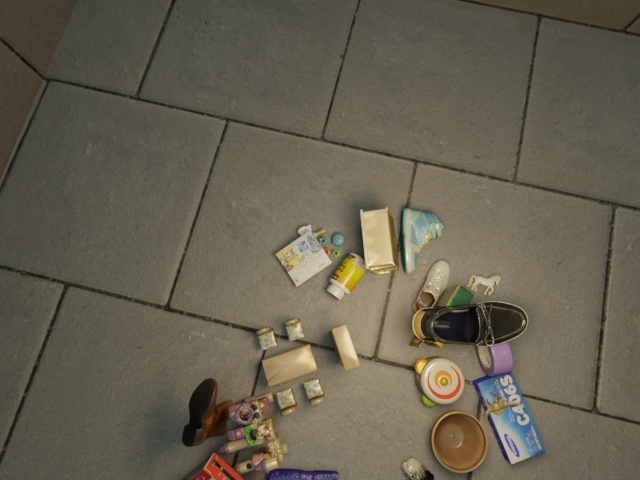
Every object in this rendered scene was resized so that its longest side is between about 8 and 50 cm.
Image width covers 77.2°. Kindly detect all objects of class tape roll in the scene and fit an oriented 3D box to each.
[{"bbox_3d":[0.754,0.492,1.755,0.080,0.189,0.189,-9,78,-3],"label":"tape roll"}]

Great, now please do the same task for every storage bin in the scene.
[{"bbox_3d":[0.277,0.007,1.830,0.123,0.260,0.263,-9,77,16],"label":"storage bin"}]

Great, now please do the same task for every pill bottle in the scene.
[{"bbox_3d":[0.121,0.169,1.860,0.117,0.117,0.215,36,79,7],"label":"pill bottle"}]

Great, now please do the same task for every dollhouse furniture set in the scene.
[{"bbox_3d":[-0.052,0.507,1.715,0.394,0.256,0.362,-18,78,-4],"label":"dollhouse furniture set"}]

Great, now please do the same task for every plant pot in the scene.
[{"bbox_3d":[0.580,0.847,1.718,0.237,0.110,0.238,0,78,1],"label":"plant pot"}]

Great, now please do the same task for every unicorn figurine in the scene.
[{"bbox_3d":[0.779,0.203,1.884,0.161,0.060,0.111,19,79,4],"label":"unicorn figurine"}]

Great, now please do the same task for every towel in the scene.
[{"bbox_3d":[-0.075,1.087,1.687,0.308,0.076,0.228,2,71,1],"label":"towel"}]

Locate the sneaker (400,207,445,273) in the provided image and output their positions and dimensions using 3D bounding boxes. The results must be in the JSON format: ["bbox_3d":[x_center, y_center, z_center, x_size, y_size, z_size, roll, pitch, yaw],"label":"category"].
[{"bbox_3d":[0.487,0.001,1.895,0.208,0.127,0.319,2,78,2],"label":"sneaker"}]

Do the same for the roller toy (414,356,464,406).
[{"bbox_3d":[0.519,0.606,1.751,0.191,0.146,0.209,-14,77,-4],"label":"roller toy"}]

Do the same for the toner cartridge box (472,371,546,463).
[{"bbox_3d":[0.820,0.761,1.755,0.165,0.075,0.348,-20,79,-2],"label":"toner cartridge box"}]

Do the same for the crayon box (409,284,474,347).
[{"bbox_3d":[0.532,0.357,1.777,0.083,0.203,0.323,36,80,7],"label":"crayon box"}]

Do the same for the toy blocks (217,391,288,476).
[{"bbox_3d":[-0.309,0.800,1.624,0.260,0.309,0.289,-18,78,0],"label":"toy blocks"}]

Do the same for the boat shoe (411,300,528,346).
[{"bbox_3d":[0.621,0.338,1.609,0.499,0.156,0.187,1,83,-11],"label":"boat shoe"}]

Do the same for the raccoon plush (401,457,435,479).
[{"bbox_3d":[0.477,1.117,1.561,0.446,0.299,0.216,44,81,9],"label":"raccoon plush"}]

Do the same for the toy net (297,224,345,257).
[{"bbox_3d":[0.000,0.000,1.938,0.232,0.045,0.122,16,91,6],"label":"toy net"}]

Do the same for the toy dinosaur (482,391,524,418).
[{"bbox_3d":[0.763,0.698,1.713,0.183,0.053,0.093,-22,94,4],"label":"toy dinosaur"}]

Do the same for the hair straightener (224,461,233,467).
[{"bbox_3d":[-0.475,1.011,1.707,0.230,0.047,0.089,-25,78,0],"label":"hair straightener"}]

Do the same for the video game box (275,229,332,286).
[{"bbox_3d":[-0.078,0.085,1.895,0.205,0.048,0.187,-34,84,4],"label":"video game box"}]

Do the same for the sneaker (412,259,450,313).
[{"bbox_3d":[0.529,0.215,1.851,0.105,0.123,0.290,28,78,8],"label":"sneaker"}]

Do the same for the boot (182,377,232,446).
[{"bbox_3d":[-0.428,0.695,1.659,0.096,0.280,0.264,5,78,19],"label":"boot"}]

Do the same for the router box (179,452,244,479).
[{"bbox_3d":[-0.417,1.035,1.579,0.301,0.082,0.335,44,113,-2],"label":"router box"}]
